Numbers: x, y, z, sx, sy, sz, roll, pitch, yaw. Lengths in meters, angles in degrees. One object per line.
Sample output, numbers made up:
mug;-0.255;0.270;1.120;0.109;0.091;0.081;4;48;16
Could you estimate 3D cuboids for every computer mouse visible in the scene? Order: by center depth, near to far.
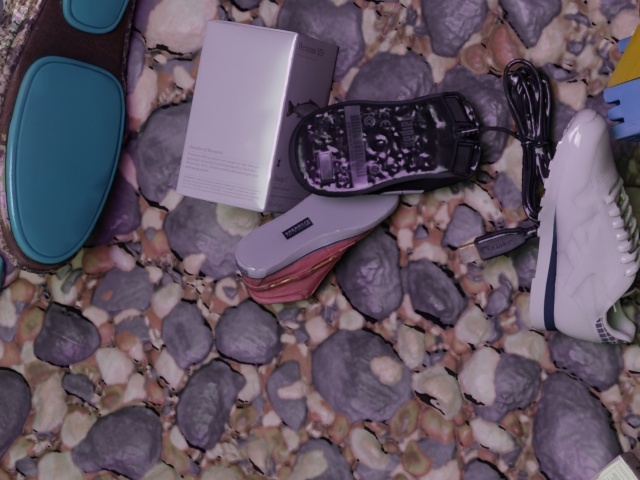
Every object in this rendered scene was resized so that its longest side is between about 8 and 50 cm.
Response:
computer mouse;0.108;-0.059;1.698;0.262;0.060;0.184;-13;78;7

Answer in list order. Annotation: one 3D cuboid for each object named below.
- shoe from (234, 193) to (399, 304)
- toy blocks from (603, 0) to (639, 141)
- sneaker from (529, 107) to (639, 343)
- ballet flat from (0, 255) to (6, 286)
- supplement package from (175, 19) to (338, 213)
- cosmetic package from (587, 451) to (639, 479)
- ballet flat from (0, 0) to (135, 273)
shoe;0.000;0.000;1.752;0.178;0.081;0.063;-28;59;-8
toy blocks;0.368;-0.161;1.545;0.261;0.191;0.381;-17;81;35
sneaker;0.252;-0.012;1.593;0.095;0.090;0.235;16;127;25
ballet flat;-0.469;0.063;1.946;0.247;0.087;0.083;-16;81;23
supplement package;-0.063;-0.122;1.759;0.105;0.105;0.179;12;94;25
cosmetic package;0.259;0.255;1.633;0.115;0.041;0.060;-41;73;18
ballet flat;-0.285;-0.206;1.855;0.182;0.164;0.483;7;85;46
